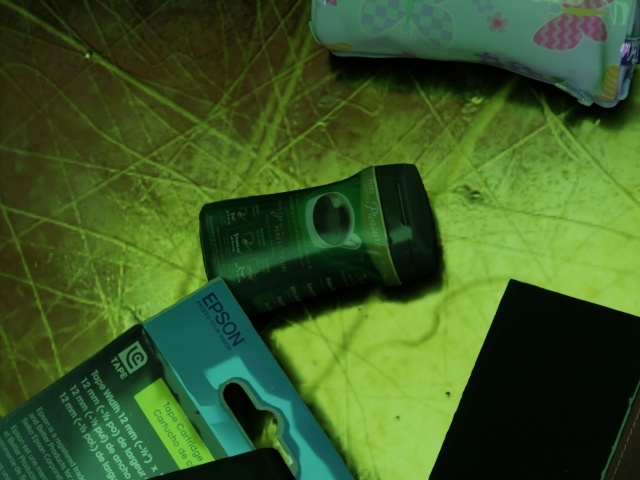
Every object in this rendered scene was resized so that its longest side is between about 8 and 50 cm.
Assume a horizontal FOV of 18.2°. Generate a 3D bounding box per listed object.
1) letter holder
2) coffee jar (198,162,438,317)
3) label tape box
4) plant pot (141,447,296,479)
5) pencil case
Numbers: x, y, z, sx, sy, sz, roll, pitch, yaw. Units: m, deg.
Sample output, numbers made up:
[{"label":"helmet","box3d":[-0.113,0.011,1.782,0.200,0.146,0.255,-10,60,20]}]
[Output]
[{"label":"letter holder","box3d":[0.199,0.215,1.499,0.152,0.214,0.302,17,82,45]},{"label":"coffee jar","box3d":[0.000,0.000,1.606,0.184,0.079,0.096,-12,68,7]},{"label":"label tape box","box3d":[-0.150,0.230,1.562,0.348,0.115,0.249,-34,74,-3]},{"label":"plant pot","box3d":[-0.065,0.255,1.398,0.188,0.187,0.167,-16,59,5]},{"label":"pencil case","box3d":[0.130,-0.190,1.614,0.273,0.113,0.124,13,123,11]}]
